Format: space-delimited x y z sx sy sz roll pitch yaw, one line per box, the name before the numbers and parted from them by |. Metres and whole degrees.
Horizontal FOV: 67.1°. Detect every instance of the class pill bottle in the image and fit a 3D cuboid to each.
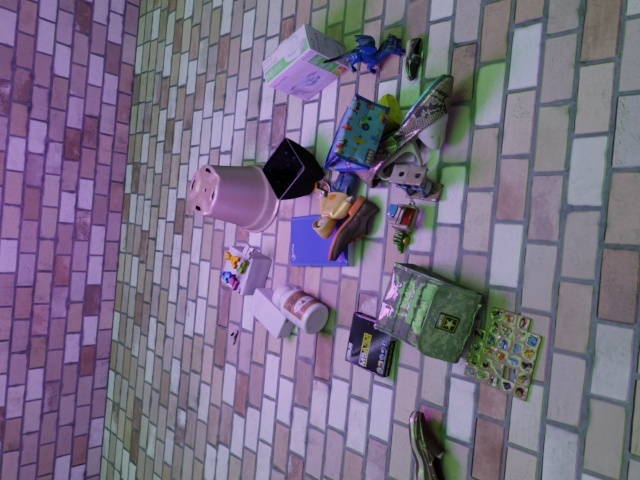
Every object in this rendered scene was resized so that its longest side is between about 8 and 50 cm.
pill bottle | -0.087 0.271 1.956 0.229 0.131 0.131 29 106 41

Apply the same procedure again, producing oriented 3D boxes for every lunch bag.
lunch bag | 0.102 -0.359 1.701 0.293 0.138 0.220 -171 100 -75
lunch bag | 0.347 0.226 1.527 0.287 0.169 0.235 23 99 34

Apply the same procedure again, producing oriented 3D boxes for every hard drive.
hard drive | 0.000 0.000 1.955 0.319 0.040 0.210 -3 85 43

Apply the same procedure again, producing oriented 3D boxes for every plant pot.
plant pot | -0.402 -0.207 2.171 0.334 0.306 0.333 -4 85 43
plant pot | -0.099 -0.283 1.985 0.187 0.167 0.188 -48 58 30

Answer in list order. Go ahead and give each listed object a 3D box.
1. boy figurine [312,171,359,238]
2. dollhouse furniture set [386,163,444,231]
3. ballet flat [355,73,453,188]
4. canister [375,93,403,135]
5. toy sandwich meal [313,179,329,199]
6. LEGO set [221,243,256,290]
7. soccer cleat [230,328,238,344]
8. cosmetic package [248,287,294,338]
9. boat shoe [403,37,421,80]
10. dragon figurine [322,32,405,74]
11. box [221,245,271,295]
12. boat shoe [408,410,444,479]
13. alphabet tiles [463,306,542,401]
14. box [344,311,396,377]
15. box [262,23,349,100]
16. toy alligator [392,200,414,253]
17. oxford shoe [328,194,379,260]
boy figurine | 0.050 -0.146 1.845 0.177 0.092 0.285 22 85 47
dollhouse furniture set | 0.297 -0.135 1.589 0.129 0.129 0.183 14 78 43
ballet flat | 0.305 -0.337 1.636 0.483 0.164 0.182 -39 83 41
canister | 0.208 -0.439 1.770 0.170 0.073 0.126 -27 68 41
toy sandwich meal | 0.001 -0.203 1.966 0.086 0.029 0.085 11 109 35
LEGO set | -0.382 0.102 2.114 0.093 0.087 0.227 44 114 35
soccer cleat | -0.423 0.466 2.326 0.029 0.036 0.083 34 110 40
cosmetic package | -0.209 0.314 2.103 0.231 0.086 0.117 38 112 37
boat shoe | 0.325 -0.635 1.683 0.049 0.056 0.152 -2 86 49
dragon figurine | 0.156 -0.690 1.751 0.144 0.290 0.085 109 162 -52
box | -0.343 0.137 2.218 0.182 0.119 0.180 27 105 41
boat shoe | 0.352 0.677 1.547 0.095 0.095 0.257 -12 85 29
alphabet tiles | 0.542 0.327 1.438 0.198 0.009 0.237 17 98 43
box | 0.182 0.375 1.751 0.184 0.045 0.190 15 97 41
box | -0.060 -0.708 1.936 0.262 0.231 0.126 -25 70 39
toy alligator | 0.285 -0.048 1.680 0.056 0.051 0.189 17 99 43
oxford shoe | 0.118 -0.028 1.782 0.098 0.097 0.271 31 98 6
